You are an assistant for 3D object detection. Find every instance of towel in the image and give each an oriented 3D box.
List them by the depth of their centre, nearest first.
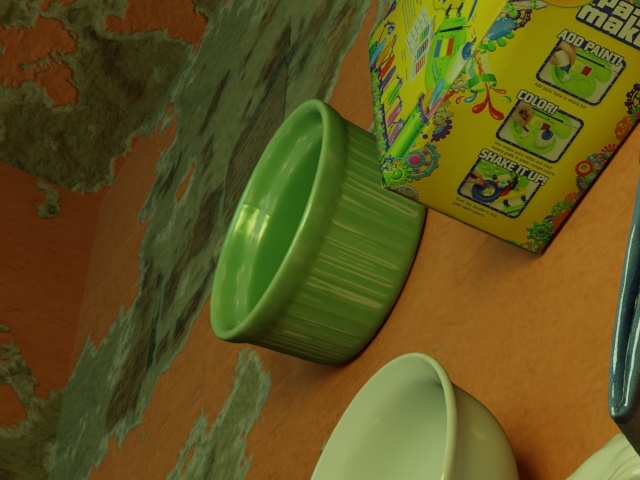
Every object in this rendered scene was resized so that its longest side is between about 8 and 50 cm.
[{"bbox_3d":[0.235,0.074,1.098,0.034,0.285,0.209,1,64,26],"label":"towel"}]

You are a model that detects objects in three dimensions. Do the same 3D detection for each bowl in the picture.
[{"bbox_3d":[0.088,0.255,1.461,0.298,0.134,0.298,-56,21,34],"label":"bowl"}]

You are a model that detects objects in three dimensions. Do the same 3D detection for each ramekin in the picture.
[{"bbox_3d":[0.000,0.000,2.025,0.303,0.148,0.303,-56,20,33],"label":"ramekin"}]

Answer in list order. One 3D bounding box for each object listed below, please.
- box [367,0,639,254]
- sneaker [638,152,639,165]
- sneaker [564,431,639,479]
[{"bbox_3d":[0.191,-0.198,1.650,0.279,0.177,0.290,-57,19,30],"label":"box"},{"bbox_3d":[0.323,-0.096,1.348,0.188,0.066,0.071,-60,35,40],"label":"sneaker"},{"bbox_3d":[0.214,0.192,1.292,0.212,0.080,0.094,-41,17,46],"label":"sneaker"}]
